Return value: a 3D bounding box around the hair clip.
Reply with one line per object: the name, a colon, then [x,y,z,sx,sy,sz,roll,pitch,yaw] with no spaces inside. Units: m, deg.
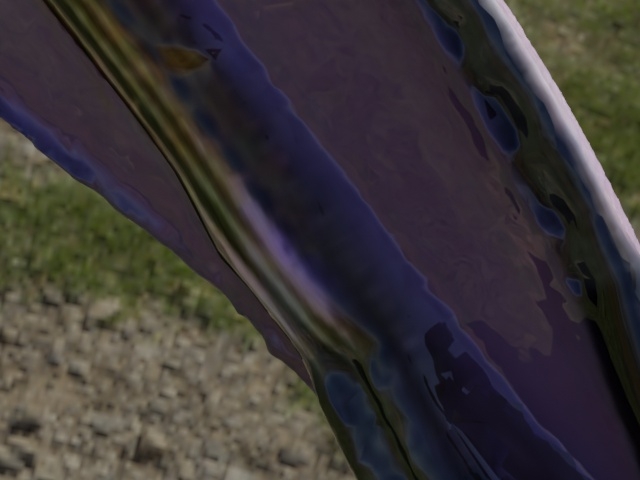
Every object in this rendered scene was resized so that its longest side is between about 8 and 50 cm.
hair clip: [0.002,-0.001,0.414,0.095,0.110,0.359,-33,93,-18]
